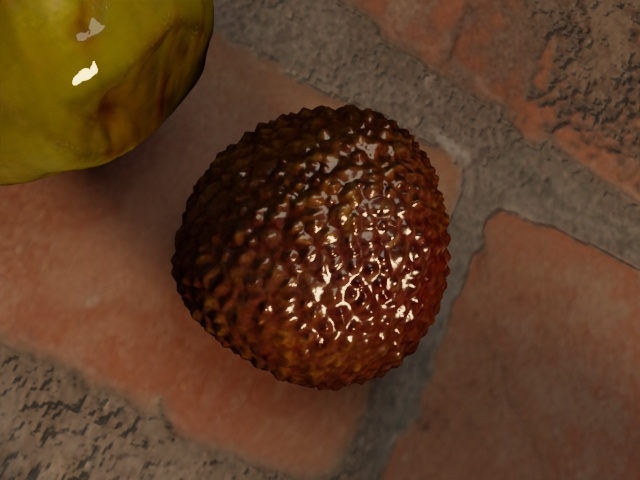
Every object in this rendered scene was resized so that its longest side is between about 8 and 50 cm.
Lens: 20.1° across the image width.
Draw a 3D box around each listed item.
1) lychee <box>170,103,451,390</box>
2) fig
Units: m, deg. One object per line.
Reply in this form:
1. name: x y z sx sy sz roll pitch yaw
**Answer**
1. lychee: 0.000 0.004 1.195 0.194 0.194 0.194 10 58 -17
2. fig: -0.200 -0.175 1.173 0.239 0.239 0.271 -45 115 -35
